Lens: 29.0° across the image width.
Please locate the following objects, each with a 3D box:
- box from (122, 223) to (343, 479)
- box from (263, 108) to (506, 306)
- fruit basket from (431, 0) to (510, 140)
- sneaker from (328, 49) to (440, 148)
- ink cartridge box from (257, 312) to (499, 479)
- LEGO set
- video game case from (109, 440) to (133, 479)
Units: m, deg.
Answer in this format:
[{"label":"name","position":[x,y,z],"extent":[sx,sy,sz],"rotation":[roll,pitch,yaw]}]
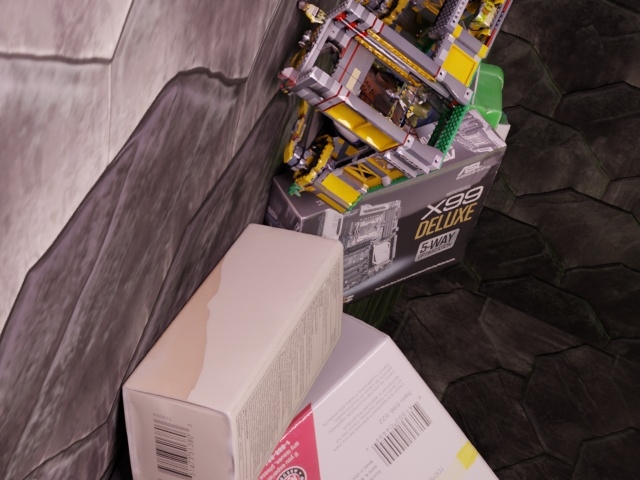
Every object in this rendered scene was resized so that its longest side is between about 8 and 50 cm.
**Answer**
[{"label":"box","position":[-0.083,0.127,1.332],"extent":[0.311,0.121,0.148],"rotation":[-55,151,-51]},{"label":"box","position":[0.070,-0.024,1.583],"extent":[0.307,0.076,0.242],"rotation":[-20,149,-26]},{"label":"fruit basket","position":[0.174,-0.200,1.888],"extent":[0.353,0.165,0.327],"rotation":[-92,-164,-60]},{"label":"sneaker","position":[0.042,-0.122,1.618],"extent":[0.323,0.130,0.236],"rotation":[-54,157,18]},{"label":"ink cartridge box","position":[0.060,0.334,1.638],"extent":[0.279,0.385,0.160],"rotation":[-42,-157,-13]},{"label":"LEGO set","position":[0.044,-0.205,1.291],"extent":[0.331,0.192,0.255],"rotation":[-61,-159,-13]},{"label":"video game case","position":[-0.221,0.329,1.441],"extent":[0.248,0.035,0.275],"rotation":[-65,172,-1]}]
